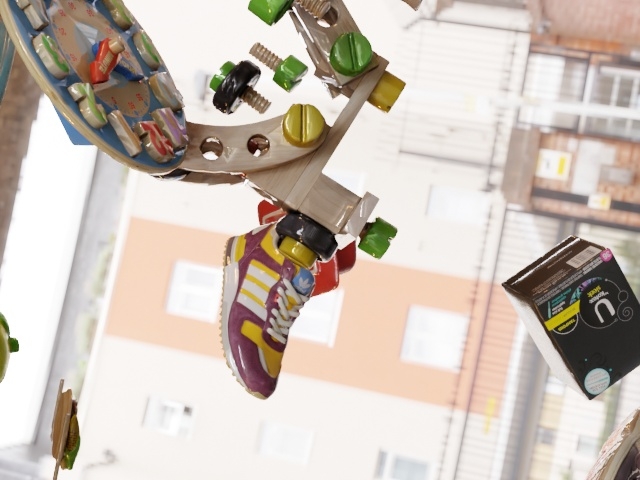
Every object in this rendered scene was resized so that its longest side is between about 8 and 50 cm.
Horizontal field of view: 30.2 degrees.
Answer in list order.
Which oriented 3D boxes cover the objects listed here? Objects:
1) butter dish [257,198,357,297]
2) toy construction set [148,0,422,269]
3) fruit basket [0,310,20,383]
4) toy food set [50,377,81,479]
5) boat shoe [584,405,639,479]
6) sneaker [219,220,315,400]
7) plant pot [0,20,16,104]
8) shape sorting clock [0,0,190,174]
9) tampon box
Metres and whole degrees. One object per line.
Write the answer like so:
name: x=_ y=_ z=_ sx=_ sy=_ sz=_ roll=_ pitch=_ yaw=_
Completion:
butter dish: x=0.000 y=0.000 z=1.689 sx=0.118 sy=0.160 sz=0.159 roll=-7 pitch=-98 yaw=-38
toy construction set: x=0.008 y=-0.120 z=1.030 sx=0.257 sy=0.237 sz=0.309 roll=-50 pitch=-4 yaw=-34
fruit basket: x=-0.568 y=0.163 z=1.444 sx=0.283 sy=0.392 sz=0.392 roll=59 pitch=-140 yaw=-38
toy food set: x=-0.414 y=0.308 z=1.947 sx=0.192 sy=0.039 sz=0.132 roll=-135 pitch=57 yaw=-70
boat shoe: x=0.415 y=0.316 z=1.587 sx=0.102 sy=0.092 sz=0.285 roll=-59 pitch=-13 yaw=28
sneaker: x=-0.046 y=0.061 z=1.138 sx=0.069 sy=0.084 sz=0.185 roll=43 pitch=-147 yaw=-50
plant pot: x=-0.480 y=-0.146 z=1.210 sx=0.271 sy=0.255 sz=0.271 roll=-46 pitch=33 yaw=41
shape sorting clock: x=-0.167 y=-0.141 z=0.901 sx=0.206 sy=0.040 sz=0.206 roll=51 pitch=-157 yaw=-31
tampon box: x=0.332 y=0.096 z=1.505 sx=0.161 sy=0.120 sz=0.101 roll=57 pitch=174 yaw=-16
